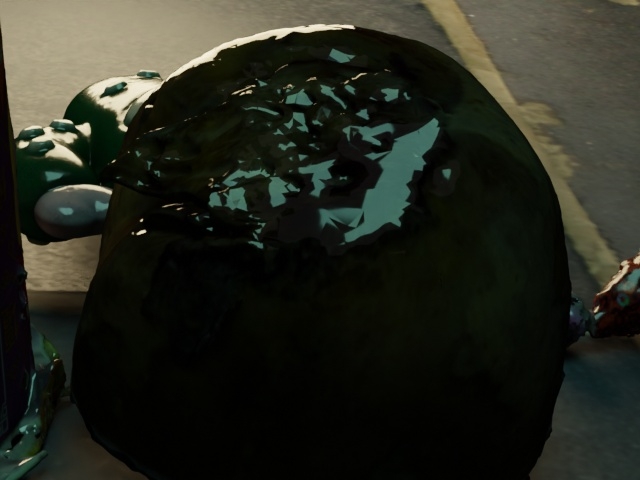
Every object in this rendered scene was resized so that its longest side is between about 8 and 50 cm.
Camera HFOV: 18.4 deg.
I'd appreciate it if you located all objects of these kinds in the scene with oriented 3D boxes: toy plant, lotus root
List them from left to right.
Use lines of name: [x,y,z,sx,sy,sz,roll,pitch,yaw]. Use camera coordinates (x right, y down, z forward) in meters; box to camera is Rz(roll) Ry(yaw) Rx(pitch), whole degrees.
toy plant: [-0.073,-0.042,1.173,0.232,0.113,0.243,1,17,1]
lotus root: [0.000,0.000,0.942,0.272,0.192,0.272,0,52,0]

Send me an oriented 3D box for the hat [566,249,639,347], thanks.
hat: [0.224,0.021,1.142,0.227,0.129,0.140,-23,49,-19]

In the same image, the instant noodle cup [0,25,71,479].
instant noodle cup: [-0.278,-0.044,0.934,0.339,0.266,0.340,6,22,-2]
